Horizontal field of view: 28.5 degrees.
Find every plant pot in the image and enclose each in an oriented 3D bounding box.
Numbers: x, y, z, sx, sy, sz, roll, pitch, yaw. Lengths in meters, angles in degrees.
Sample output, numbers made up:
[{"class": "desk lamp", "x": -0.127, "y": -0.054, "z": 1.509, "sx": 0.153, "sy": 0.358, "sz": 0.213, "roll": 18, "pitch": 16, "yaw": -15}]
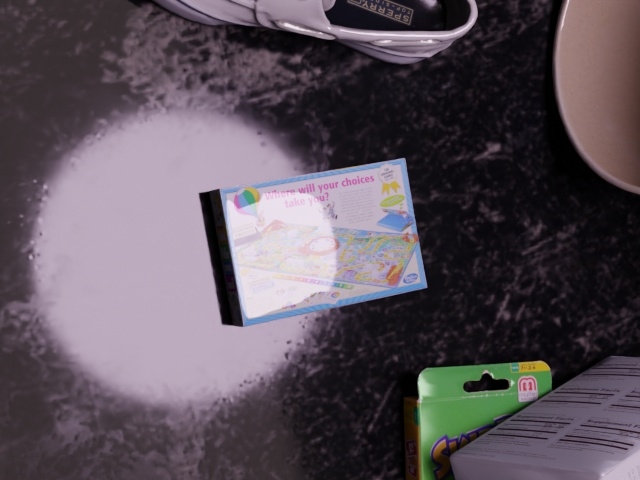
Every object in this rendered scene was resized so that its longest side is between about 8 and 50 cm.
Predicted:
[{"class": "plant pot", "x": 0.375, "y": -0.141, "z": 1.021, "sx": 0.274, "sy": 0.256, "sz": 0.257, "roll": 10, "pitch": 84, "yaw": -36}]

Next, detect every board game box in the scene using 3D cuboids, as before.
[{"class": "board game box", "x": 0.000, "y": 0.000, "z": 0.956, "sx": 0.154, "sy": 0.026, "sz": 0.104, "roll": -10, "pitch": 92, "yaw": -22}, {"class": "board game box", "x": 0.128, "y": 0.227, "z": 0.997, "sx": 0.124, "sy": 0.039, "sz": 0.260, "roll": -1, "pitch": 91, "yaw": -24}]

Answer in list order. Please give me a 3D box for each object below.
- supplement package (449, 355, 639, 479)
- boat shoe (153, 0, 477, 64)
[{"class": "supplement package", "x": 0.236, "y": 0.213, "z": 0.950, "sx": 0.203, "sy": 0.149, "sz": 0.194, "roll": -23, "pitch": 102, "yaw": -37}, {"class": "boat shoe", "x": -0.010, "y": -0.191, "z": 0.924, "sx": 0.267, "sy": 0.088, "sz": 0.096, "roll": 17, "pitch": 82, "yaw": -21}]
